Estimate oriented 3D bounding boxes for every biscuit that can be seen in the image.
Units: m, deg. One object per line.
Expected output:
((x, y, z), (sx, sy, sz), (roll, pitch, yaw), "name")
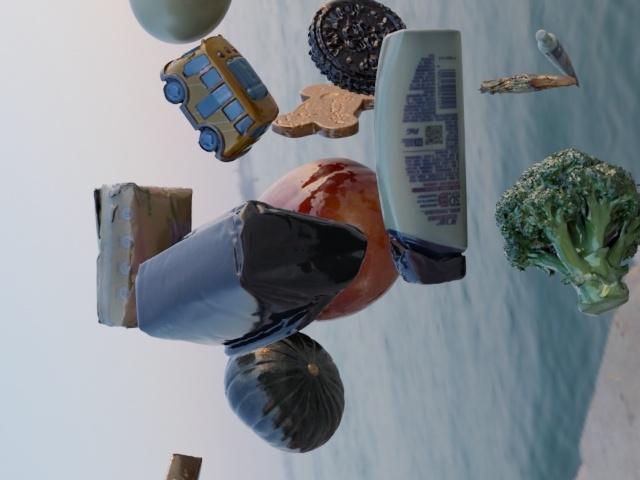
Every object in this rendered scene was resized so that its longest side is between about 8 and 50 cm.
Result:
((0.047, -0.280, 1.938), (0.324, 0.205, 0.049), (-56, -36, -49), "biscuit")
((0.069, -0.326, 1.588), (0.053, 0.195, 0.194), (121, 144, -60), "biscuit")

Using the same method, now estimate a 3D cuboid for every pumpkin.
((-0.073, 0.292, 1.808), (0.216, 0.250, 0.250), (-53, 25, 22), "pumpkin")

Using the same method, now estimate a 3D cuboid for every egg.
((-0.246, -0.475, 1.710), (0.188, 0.189, 0.253), (95, -174, -74), "egg")

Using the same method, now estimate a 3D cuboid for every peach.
((0.000, 0.000, 1.998), (0.370, 0.370, 0.370), (172, 90, -86), "peach")

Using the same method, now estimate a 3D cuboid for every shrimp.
((0.235, -0.180, 1.094), (0.083, 0.114, 0.023), (-33, -59, -69), "shrimp")

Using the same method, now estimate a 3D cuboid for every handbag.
((-0.095, 0.078, 1.430), (0.302, 0.275, 0.178), (-27, 58, 45), "handbag")

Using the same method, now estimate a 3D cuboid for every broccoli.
((0.413, -0.012, 1.490), (0.270, 0.270, 0.270), (88, 173, -57), "broccoli")

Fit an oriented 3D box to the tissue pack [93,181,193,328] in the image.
((-0.321, 0.026, 1.722), (0.215, 0.123, 0.256), (0, -87, -64), "tissue pack")

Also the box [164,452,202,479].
((-0.215, 0.452, 1.212), (0.180, 0.047, 0.324), (-83, 9, -63), "box")

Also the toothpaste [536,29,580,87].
((0.450, -0.348, 1.794), (0.216, 0.037, 0.062), (23, -132, -56), "toothpaste")

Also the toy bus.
((-0.171, -0.256, 1.670), (0.209, 0.136, 0.126), (54, -148, -2), "toy bus")

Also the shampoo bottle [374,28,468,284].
((0.142, -0.117, 1.359), (0.078, 0.134, 0.359), (-167, 73, -68), "shampoo bottle")
